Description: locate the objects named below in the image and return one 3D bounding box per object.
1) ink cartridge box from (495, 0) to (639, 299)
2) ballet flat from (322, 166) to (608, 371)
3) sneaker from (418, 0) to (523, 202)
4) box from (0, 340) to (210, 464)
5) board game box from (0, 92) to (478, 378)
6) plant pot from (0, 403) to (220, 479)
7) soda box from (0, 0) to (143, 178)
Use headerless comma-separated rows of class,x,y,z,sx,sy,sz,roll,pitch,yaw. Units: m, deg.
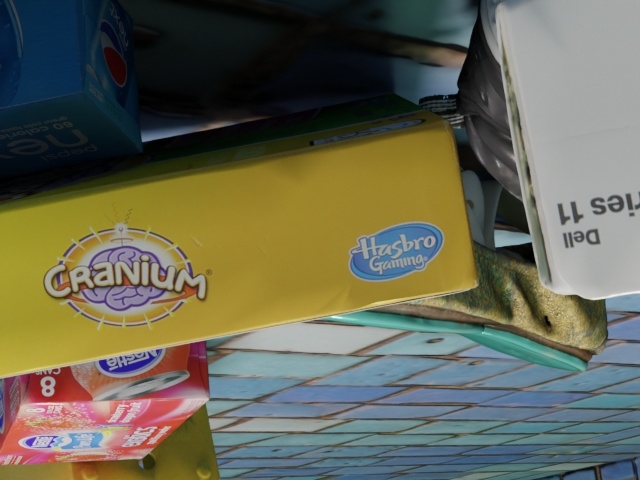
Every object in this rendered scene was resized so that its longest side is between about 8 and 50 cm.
ink cartridge box,0.167,-0.054,0.374,0.153,0.087,0.208,-8,-172,36
ballet flat,0.088,0.011,0.793,0.123,0.123,0.348,-18,160,33
sneaker,0.180,-0.073,0.591,0.268,0.101,0.153,5,161,-16
box,-0.174,0.088,0.930,0.128,0.123,0.257,1,162,-19
board game box,-0.104,-0.001,0.565,0.316,0.064,0.242,-11,-171,0
plant pot,-0.208,0.193,1.149,0.212,0.212,0.187,6,149,-36
soda box,-0.188,-0.061,0.540,0.210,0.067,0.071,-10,163,10
